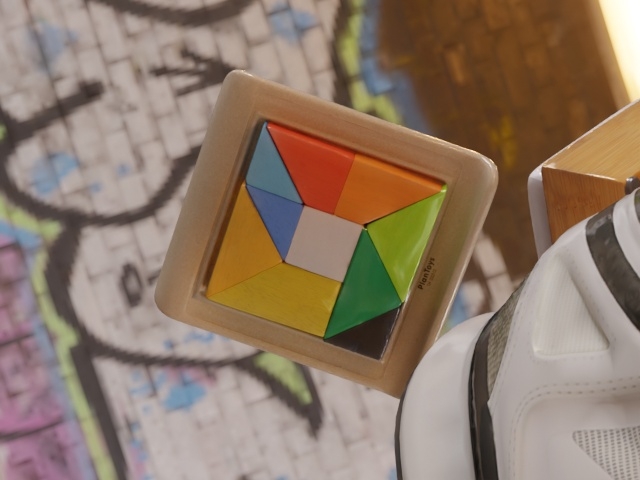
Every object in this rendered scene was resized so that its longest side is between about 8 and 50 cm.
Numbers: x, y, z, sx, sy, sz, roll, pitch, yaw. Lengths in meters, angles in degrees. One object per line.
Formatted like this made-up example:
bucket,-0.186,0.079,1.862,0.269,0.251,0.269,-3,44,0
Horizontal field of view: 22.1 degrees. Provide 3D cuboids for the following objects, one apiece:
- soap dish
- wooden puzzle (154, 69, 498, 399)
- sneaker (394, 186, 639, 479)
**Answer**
soap dish,0.350,-0.023,1.744,0.118,0.291,0.229,6,-64,41
wooden puzzle,0.000,0.000,1.338,0.044,0.238,0.221,-60,170,-73
sneaker,0.156,0.158,0.470,0.257,0.169,0.448,-54,-138,48
